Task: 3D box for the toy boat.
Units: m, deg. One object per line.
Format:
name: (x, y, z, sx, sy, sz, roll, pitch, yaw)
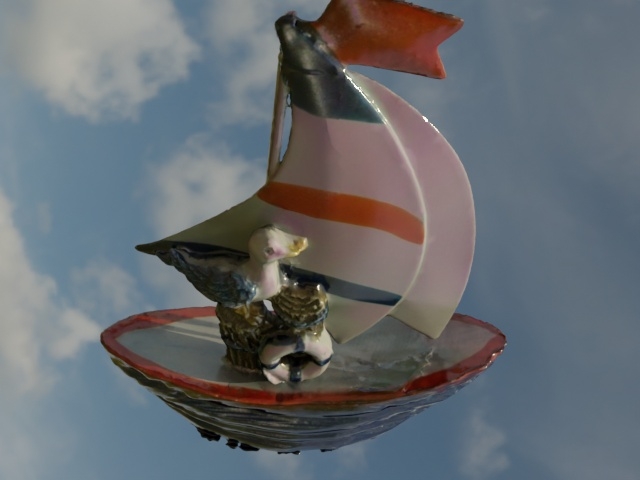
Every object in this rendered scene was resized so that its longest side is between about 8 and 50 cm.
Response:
toy boat: (0.020, 0.015, 0.506, 0.318, 0.219, 0.072, -53, -152, 38)
